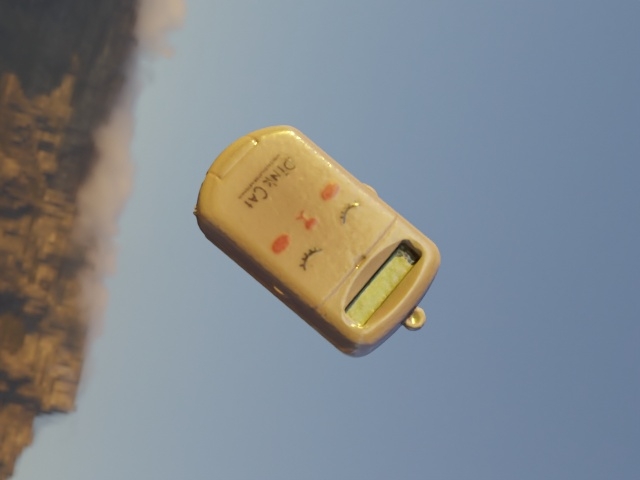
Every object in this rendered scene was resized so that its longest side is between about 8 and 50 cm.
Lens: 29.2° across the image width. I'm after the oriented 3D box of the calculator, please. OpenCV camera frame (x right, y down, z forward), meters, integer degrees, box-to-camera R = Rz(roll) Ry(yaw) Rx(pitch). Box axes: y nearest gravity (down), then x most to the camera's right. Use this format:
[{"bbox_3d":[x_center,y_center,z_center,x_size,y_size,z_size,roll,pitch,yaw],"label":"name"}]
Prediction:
[{"bbox_3d":[0.000,0.000,0.807,0.100,0.175,0.032,-48,175,-23],"label":"calculator"}]
